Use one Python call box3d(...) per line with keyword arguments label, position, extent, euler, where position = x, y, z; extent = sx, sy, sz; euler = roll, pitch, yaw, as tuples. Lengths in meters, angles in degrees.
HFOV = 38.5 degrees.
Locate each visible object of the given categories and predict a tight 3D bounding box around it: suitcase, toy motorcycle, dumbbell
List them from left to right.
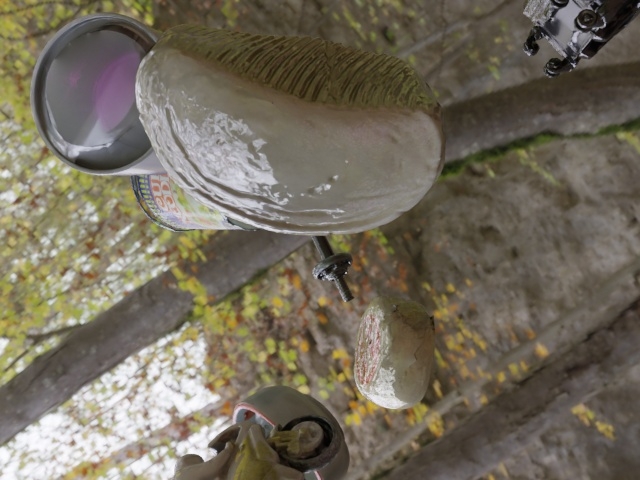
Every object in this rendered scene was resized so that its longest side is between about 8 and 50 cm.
box3d(label="toy motorcycle", position=(-0.122, 0.359, 1.250), extent=(0.340, 0.223, 0.108), euler=(-59, -34, -43))
box3d(label="dumbbell", position=(0.000, 0.000, 1.686), extent=(0.081, 0.081, 0.254), euler=(3, -125, -53))
box3d(label="suitcase", position=(0.562, -0.517, 1.689), extent=(0.194, 0.434, 0.283), euler=(49, 173, 8))

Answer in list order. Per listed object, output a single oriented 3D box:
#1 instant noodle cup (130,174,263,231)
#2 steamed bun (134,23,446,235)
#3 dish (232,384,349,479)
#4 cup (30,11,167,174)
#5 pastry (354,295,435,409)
box3d(label="instant noodle cup", position=(-0.215, -0.136, 1.969), extent=(0.284, 0.312, 0.284), euler=(-7, -78, -35))
box3d(label="steamed bun", position=(-0.046, -0.127, 1.178), extent=(0.383, 0.236, 0.247), euler=(10, -155, -6))
box3d(label="dish", position=(-0.041, 0.366, 1.680), extent=(0.117, 0.256, 0.256), euler=(-37, -88, -30))
box3d(label="cup", position=(-0.299, -0.233, 1.584), extent=(0.253, 0.253, 0.371), euler=(59, -166, 7))
box3d(label="pastry", position=(0.158, 0.243, 2.022), extent=(0.133, 0.265, 0.265), euler=(9, -133, -12))
